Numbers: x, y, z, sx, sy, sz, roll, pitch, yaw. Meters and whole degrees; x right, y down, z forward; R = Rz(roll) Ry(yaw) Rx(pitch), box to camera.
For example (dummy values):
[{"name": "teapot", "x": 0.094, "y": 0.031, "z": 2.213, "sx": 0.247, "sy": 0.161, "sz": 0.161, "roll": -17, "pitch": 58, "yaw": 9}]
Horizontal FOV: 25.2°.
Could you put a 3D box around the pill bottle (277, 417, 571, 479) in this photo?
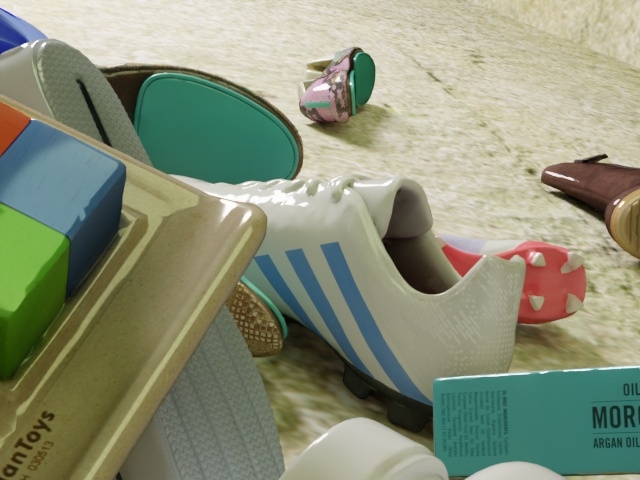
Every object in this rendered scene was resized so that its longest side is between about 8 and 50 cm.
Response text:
[{"name": "pill bottle", "x": 0.099, "y": 0.181, "z": 0.557, "sx": 0.272, "sy": 0.152, "sz": 0.152, "roll": 28, "pitch": 21, "yaw": 28}]

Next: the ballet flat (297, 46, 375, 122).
[{"name": "ballet flat", "x": 0.014, "y": -0.181, "z": 1.662, "sx": 0.079, "sy": 0.076, "sz": 0.221, "roll": 1, "pitch": 17, "yaw": 9}]

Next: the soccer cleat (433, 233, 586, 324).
[{"name": "soccer cleat", "x": 0.095, "y": 0.027, "z": 1.142, "sx": 0.248, "sy": 0.083, "sz": 0.095, "roll": 6, "pitch": -8, "yaw": -20}]

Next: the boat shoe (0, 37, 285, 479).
[{"name": "boat shoe", "x": -0.106, "y": 0.047, "z": 0.711, "sx": 0.109, "sy": 0.094, "sz": 0.302, "roll": 6, "pitch": 57, "yaw": -61}]

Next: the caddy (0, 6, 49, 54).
[{"name": "caddy", "x": -0.358, "y": -0.134, "z": 0.986, "sx": 0.341, "sy": 0.179, "sz": 0.241, "roll": 10, "pitch": 19, "yaw": -24}]

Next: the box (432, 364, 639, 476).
[{"name": "box", "x": 0.192, "y": 0.103, "z": 0.809, "sx": 0.244, "sy": 0.060, "sz": 0.100, "roll": -8, "pitch": -11, "yaw": 36}]

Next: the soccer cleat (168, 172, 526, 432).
[{"name": "soccer cleat", "x": 0.000, "y": 0.000, "z": 0.995, "sx": 0.331, "sy": 0.143, "sz": 0.116, "roll": 28, "pitch": 21, "yaw": 29}]

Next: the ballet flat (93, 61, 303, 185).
[{"name": "ballet flat", "x": -0.171, "y": -0.108, "z": 1.219, "sx": 0.316, "sy": 0.107, "sz": 0.106, "roll": 13, "pitch": 5, "yaw": -17}]

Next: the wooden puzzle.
[{"name": "wooden puzzle", "x": -0.236, "y": 0.019, "z": 0.557, "sx": 0.348, "sy": 0.080, "sz": 0.322, "roll": 23, "pitch": 52, "yaw": 10}]

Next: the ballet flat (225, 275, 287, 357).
[{"name": "ballet flat", "x": -0.110, "y": 0.032, "z": 0.951, "sx": 0.067, "sy": 0.073, "sz": 0.206, "roll": -31, "pitch": 43, "yaw": -31}]

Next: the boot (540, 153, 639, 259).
[{"name": "boot", "x": 0.322, "y": -0.040, "z": 1.561, "sx": 0.207, "sy": 0.090, "sz": 0.248, "roll": 18, "pitch": 15, "yaw": 41}]
